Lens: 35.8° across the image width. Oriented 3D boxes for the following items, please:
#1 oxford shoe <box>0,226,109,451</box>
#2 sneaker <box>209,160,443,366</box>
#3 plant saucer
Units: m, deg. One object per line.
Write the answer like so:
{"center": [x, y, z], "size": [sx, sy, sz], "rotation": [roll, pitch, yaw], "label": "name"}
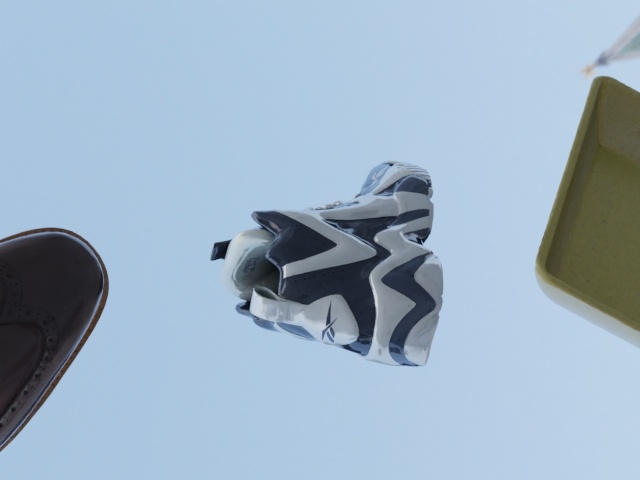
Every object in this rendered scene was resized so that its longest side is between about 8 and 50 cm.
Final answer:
{"center": [-0.191, 0.080, 0.440], "size": [0.097, 0.098, 0.271], "rotation": [52, -123, -9], "label": "oxford shoe"}
{"center": [0.000, 0.000, 0.720], "size": [0.153, 0.094, 0.235], "rotation": [9, -145, -5], "label": "sneaker"}
{"center": [0.390, 0.015, 1.061], "size": [0.333, 0.081, 0.332], "rotation": [29, -129, -1], "label": "plant saucer"}
